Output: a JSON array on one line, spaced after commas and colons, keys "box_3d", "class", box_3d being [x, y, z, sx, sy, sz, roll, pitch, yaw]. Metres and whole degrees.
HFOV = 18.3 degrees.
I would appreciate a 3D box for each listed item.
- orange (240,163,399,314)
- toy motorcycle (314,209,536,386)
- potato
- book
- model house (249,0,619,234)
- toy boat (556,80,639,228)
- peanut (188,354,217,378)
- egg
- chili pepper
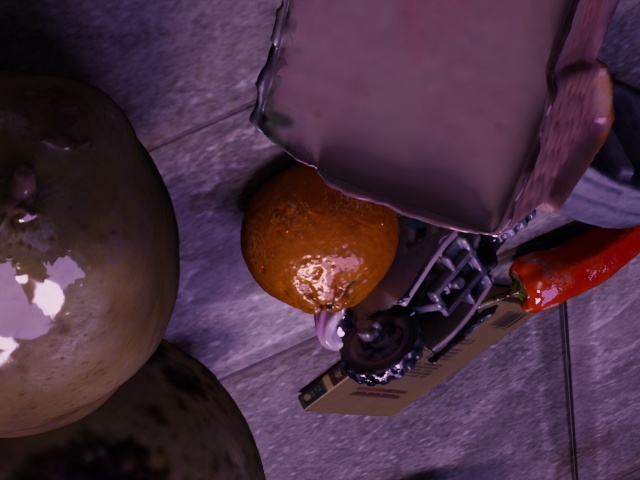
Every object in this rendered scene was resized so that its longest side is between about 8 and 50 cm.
[{"box_3d": [0.002, -0.001, 1.649, 0.136, 0.117, 0.135, -25, 162, -9], "class": "orange"}, {"box_3d": [0.064, 0.022, 1.757, 0.239, 0.108, 0.204, -34, -154, -30], "class": "toy motorcycle"}, {"box_3d": [-0.214, 0.012, 1.340, 0.243, 0.221, 0.326, -27, 165, -1], "class": "potato"}, {"box_3d": [0.106, 0.117, 2.092, 0.231, 0.026, 0.161, -39, 152, 28], "class": "book"}, {"box_3d": [0.103, -0.154, 1.379, 0.237, 0.202, 0.237, -25, 132, -66], "class": "model house"}, {"box_3d": [0.254, -0.075, 1.722, 0.078, 0.127, 0.283, -37, 155, 27], "class": "toy boat"}, {"box_3d": [-0.191, 0.245, 1.881, 0.313, 0.152, 0.152, -52, 149, 11], "class": "peanut"}, {"box_3d": [-0.237, 0.244, 1.641, 0.345, 0.345, 0.428, 1, 152, -44], "class": "egg"}, {"box_3d": [0.269, 0.015, 1.997, 0.272, 0.063, 0.071, -28, 180, -6], "class": "chili pepper"}]
